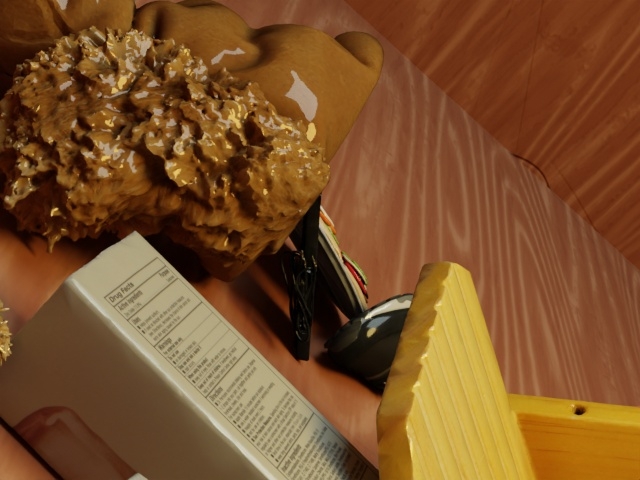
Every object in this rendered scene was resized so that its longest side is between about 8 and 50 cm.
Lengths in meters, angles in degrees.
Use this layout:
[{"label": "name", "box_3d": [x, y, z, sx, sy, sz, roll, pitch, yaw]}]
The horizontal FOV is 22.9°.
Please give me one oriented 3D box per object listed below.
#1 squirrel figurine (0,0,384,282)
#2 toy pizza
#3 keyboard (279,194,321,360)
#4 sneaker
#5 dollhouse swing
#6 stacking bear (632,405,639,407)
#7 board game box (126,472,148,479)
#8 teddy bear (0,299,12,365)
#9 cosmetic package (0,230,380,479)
[{"label": "squirrel figurine", "box_3d": [-0.169, -0.143, 1.467, 0.370, 0.281, 0.397, 35, 17, -8]}, {"label": "toy pizza", "box_3d": [0.000, 0.000, 1.726, 0.201, 0.032, 0.201, 57, -9, 13]}, {"label": "keyboard", "box_3d": [-0.023, 0.025, 1.590, 0.038, 0.192, 0.100, 2, 22, -2]}, {"label": "sneaker", "box_3d": [0.117, 0.141, 1.714, 0.283, 0.107, 0.124, 14, 41, -57]}, {"label": "dollhouse swing", "box_3d": [0.223, 0.211, 1.304, 0.315, 0.305, 0.347, 5, 32, 13]}, {"label": "stacking bear", "box_3d": [0.373, 0.344, 1.749, 0.164, 0.175, 0.289, 23, 36, -53]}, {"label": "board game box", "box_3d": [-0.109, 0.270, 0.910, 0.224, 0.097, 0.303, 37, 17, 12]}, {"label": "teddy bear", "box_3d": [-0.348, -0.026, 1.074, 0.245, 0.113, 0.338, 9, 39, -57]}, {"label": "cosmetic package", "box_3d": [-0.098, 0.151, 1.194, 0.296, 0.129, 0.153, 46, 20, 1]}]
